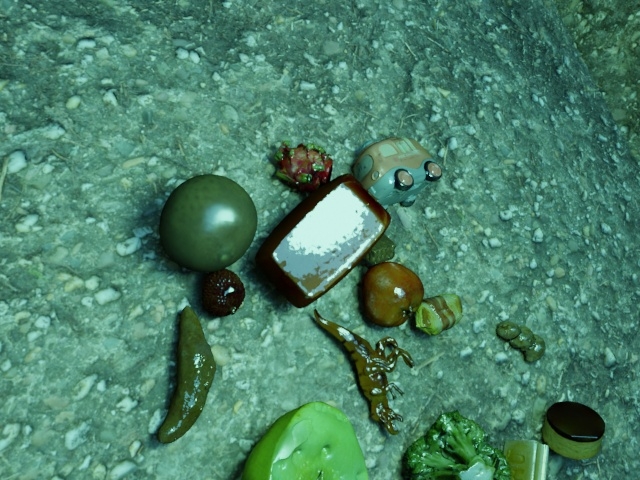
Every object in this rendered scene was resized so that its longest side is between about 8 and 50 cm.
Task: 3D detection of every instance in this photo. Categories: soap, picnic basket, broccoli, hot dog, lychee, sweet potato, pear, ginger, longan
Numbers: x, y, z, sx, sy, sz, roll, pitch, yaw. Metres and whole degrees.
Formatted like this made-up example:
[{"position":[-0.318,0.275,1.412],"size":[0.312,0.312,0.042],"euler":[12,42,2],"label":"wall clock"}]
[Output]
[{"position":[0.631,0.749,1.823],"size":[0.073,0.140,0.231],"euler":[25,63,-16],"label":"soap"},{"position":[0.145,-0.008,1.794],"size":[0.110,0.054,0.193],"euler":[-15,45,-31],"label":"picnic basket"},{"position":[0.404,0.654,1.648],"size":[0.321,0.283,0.303],"euler":[28,71,2],"label":"broccoli"},{"position":[0.365,0.242,1.874],"size":[0.262,0.093,0.123],"euler":[-7,68,-46],"label":"hot dog"},{"position":[-0.256,0.136,1.543],"size":[0.123,0.123,0.129],"euler":[7,58,-28],"label":"lychee"},{"position":[-0.320,0.332,1.455],"size":[0.114,0.092,0.341],"euler":[9,68,-9],"label":"sweet potato"},{"position":[-0.039,0.553,1.461],"size":[0.342,0.239,0.317],"euler":[40,43,-26],"label":"pear"},{"position":[0.702,0.344,2.036],"size":[0.204,0.080,0.104],"euler":[37,65,-16],"label":"ginger"},{"position":[-0.286,-0.043,1.506],"size":[0.258,0.258,0.257],"euler":[10,69,-27],"label":"longan"}]

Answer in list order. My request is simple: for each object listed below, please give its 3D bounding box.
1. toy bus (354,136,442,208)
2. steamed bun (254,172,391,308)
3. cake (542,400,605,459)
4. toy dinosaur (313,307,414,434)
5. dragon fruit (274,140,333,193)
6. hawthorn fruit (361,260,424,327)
[{"position":[0.238,-0.232,1.908],"size":[0.288,0.194,0.232],"euler":[-17,75,-32],"label":"toy bus"},{"position":[0.000,0.000,1.647],"size":[0.379,0.248,0.235],"euler":[-46,100,-13],"label":"steamed bun"},{"position":[0.843,0.664,1.963],"size":[0.208,0.185,0.178],"euler":[-26,125,-51],"label":"cake"},{"position":[0.157,0.348,1.722],"size":[0.208,0.097,0.432],"euler":[-27,84,-24],"label":"toy dinosaur"},{"position":[-0.054,-0.220,1.754],"size":[0.172,0.166,0.160],"euler":[14,107,7],"label":"dragon fruit"},{"position":[0.203,0.146,1.781],"size":[0.197,0.196,0.225],"euler":[-16,54,-33],"label":"hawthorn fruit"}]
